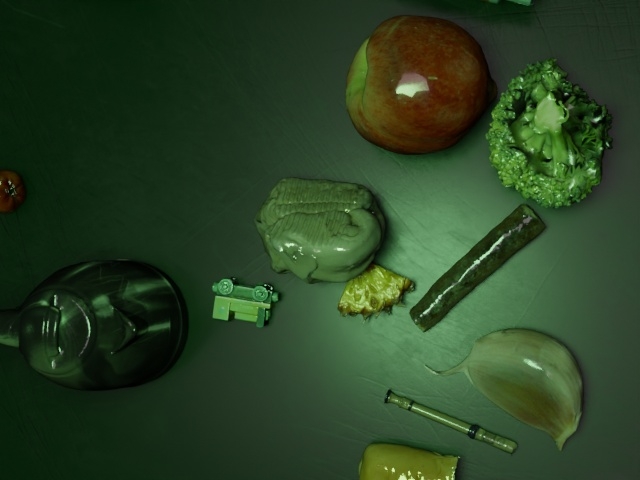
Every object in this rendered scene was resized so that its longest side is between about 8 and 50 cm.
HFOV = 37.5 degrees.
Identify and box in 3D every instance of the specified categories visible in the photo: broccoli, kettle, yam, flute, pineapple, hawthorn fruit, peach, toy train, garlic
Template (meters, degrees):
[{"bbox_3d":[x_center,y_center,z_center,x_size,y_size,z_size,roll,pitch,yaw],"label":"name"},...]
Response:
[{"bbox_3d":[0.366,-0.174,1.505,0.198,0.176,0.226,11,104,8],"label":"broccoli"},{"bbox_3d":[-0.418,0.139,1.570,0.321,0.324,0.228,4,88,12],"label":"kettle"},{"bbox_3d":[0.258,0.046,1.574,0.274,0.061,0.061,-43,80,8],"label":"yam"},{"bbox_3d":[0.217,0.305,1.583,0.233,0.027,0.027,21,91,12],"label":"flute"},{"bbox_3d":[0.088,0.077,1.609,0.137,0.069,0.116,-18,78,1],"label":"pineapple"},{"bbox_3d":[-0.597,-0.093,1.752,0.093,0.081,0.081,6,88,41],"label":"hawthorn fruit"},{"bbox_3d":[0.173,-0.246,1.531,0.256,0.232,0.232,11,89,-22],"label":"peach"},{"bbox_3d":[-0.134,0.107,1.655,0.122,0.050,0.081,10,94,11],"label":"toy train"},{"bbox_3d":[0.314,0.208,1.544,0.266,0.128,0.148,28,81,22],"label":"garlic"}]

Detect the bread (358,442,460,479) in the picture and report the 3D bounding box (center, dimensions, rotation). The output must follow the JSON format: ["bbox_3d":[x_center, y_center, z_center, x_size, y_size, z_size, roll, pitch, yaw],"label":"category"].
[{"bbox_3d":[0.143,0.409,1.562,0.173,0.085,0.134,3,87,11],"label":"bread"}]

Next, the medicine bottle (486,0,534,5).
[{"bbox_3d":[0.215,-0.491,1.557,0.318,0.158,0.158,17,91,12],"label":"medicine bottle"}]

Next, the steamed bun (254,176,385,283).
[{"bbox_3d":[0.000,0.001,1.572,0.218,0.211,0.144,-1,128,11],"label":"steamed bun"}]
